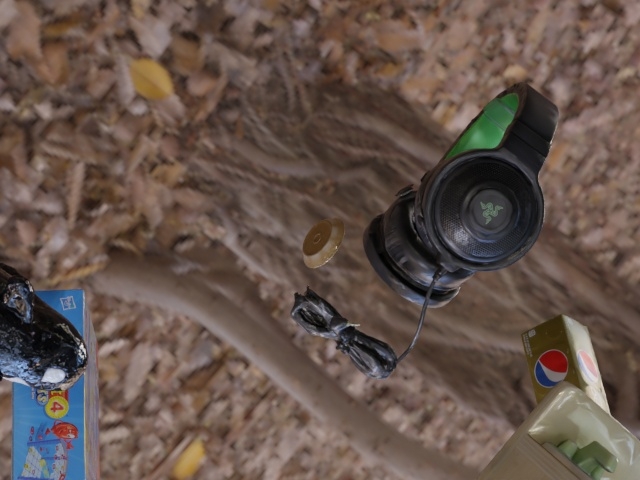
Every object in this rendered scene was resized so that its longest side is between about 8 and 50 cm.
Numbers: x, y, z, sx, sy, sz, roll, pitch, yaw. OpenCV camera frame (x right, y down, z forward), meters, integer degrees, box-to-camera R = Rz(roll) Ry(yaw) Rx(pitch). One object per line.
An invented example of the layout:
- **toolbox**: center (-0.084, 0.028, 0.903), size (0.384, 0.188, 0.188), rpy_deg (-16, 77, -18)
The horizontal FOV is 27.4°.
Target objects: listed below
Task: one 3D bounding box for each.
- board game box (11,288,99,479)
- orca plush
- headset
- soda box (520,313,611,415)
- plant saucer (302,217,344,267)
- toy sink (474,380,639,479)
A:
- **board game box**: center (-0.332, 0.247, 1.671), size (0.086, 0.302, 0.308), rpy_deg (-2, 163, -7)
- **orca plush**: center (-0.331, 0.042, 1.333), size (0.102, 0.287, 0.151), rpy_deg (-30, -165, 32)
- **headset**: center (0.119, -0.025, 1.439), size (0.394, 0.185, 0.243), rpy_deg (-62, -169, -29)
- **soda box**: center (0.285, 0.180, 1.493), size (0.061, 0.181, 0.058), rpy_deg (-31, 142, 31)
- **plant saucer**: center (0.000, 0.000, 1.887), size (0.015, 0.083, 0.083), rpy_deg (35, 93, -32)
- **toy sink**: center (0.229, 0.278, 1.224), size (0.153, 0.131, 0.234), rpy_deg (41, 90, -27)
